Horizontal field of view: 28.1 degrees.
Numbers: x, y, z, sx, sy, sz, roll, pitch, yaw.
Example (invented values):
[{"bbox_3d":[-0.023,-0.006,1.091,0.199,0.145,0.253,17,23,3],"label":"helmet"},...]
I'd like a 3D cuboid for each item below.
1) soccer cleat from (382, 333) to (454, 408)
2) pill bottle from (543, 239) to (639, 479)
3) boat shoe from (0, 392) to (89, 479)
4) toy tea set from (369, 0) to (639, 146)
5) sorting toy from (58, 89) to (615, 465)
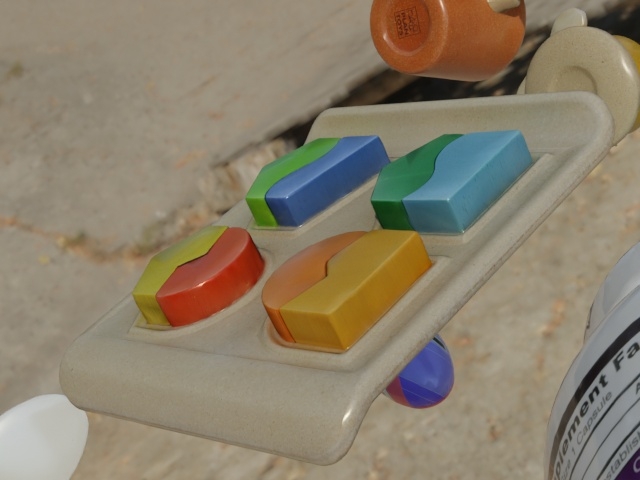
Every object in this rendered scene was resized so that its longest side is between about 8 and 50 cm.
[{"bbox_3d":[0.048,0.060,1.233,0.083,0.095,0.248,-31,46,1],"label":"soccer cleat"},{"bbox_3d":[0.168,0.111,0.375,0.182,0.181,0.323,-28,23,13],"label":"pill bottle"},{"bbox_3d":[-0.220,0.177,0.845,0.184,0.066,0.063,-57,8,-6],"label":"boat shoe"},{"bbox_3d":[0.180,-0.172,0.889,0.336,0.200,0.124,32,30,34],"label":"toy tea set"},{"bbox_3d":[0.000,0.000,0.556,0.193,0.038,0.208,2,41,48],"label":"sorting toy"}]
